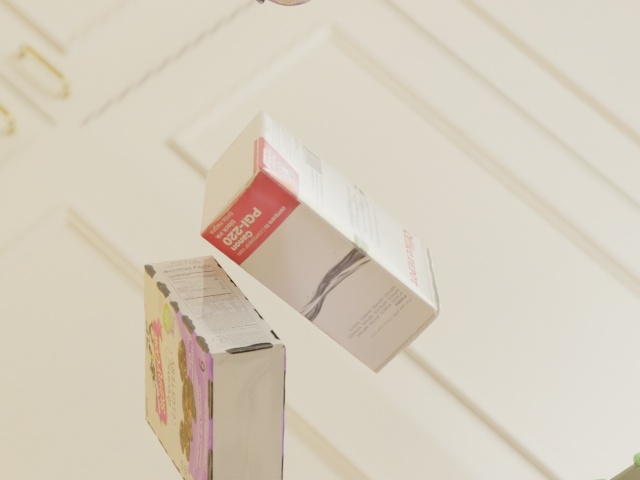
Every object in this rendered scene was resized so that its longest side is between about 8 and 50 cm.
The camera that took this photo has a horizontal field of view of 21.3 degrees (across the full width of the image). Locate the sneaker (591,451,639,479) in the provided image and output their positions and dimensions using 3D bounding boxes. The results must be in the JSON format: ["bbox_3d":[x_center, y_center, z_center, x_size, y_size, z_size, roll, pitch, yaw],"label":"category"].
[{"bbox_3d":[0.193,0.214,1.178,0.410,0.182,0.158,-50,-39,-24],"label":"sneaker"}]

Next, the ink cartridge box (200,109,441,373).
[{"bbox_3d":[0.000,0.000,1.578,0.092,0.218,0.158,-48,17,18],"label":"ink cartridge box"}]

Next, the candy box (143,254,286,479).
[{"bbox_3d":[-0.096,0.126,1.495,0.070,0.196,0.164,-8,-65,-20],"label":"candy box"}]

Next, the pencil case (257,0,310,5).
[{"bbox_3d":[-0.037,-0.236,1.145,0.086,0.088,0.206,-32,-21,0],"label":"pencil case"}]
